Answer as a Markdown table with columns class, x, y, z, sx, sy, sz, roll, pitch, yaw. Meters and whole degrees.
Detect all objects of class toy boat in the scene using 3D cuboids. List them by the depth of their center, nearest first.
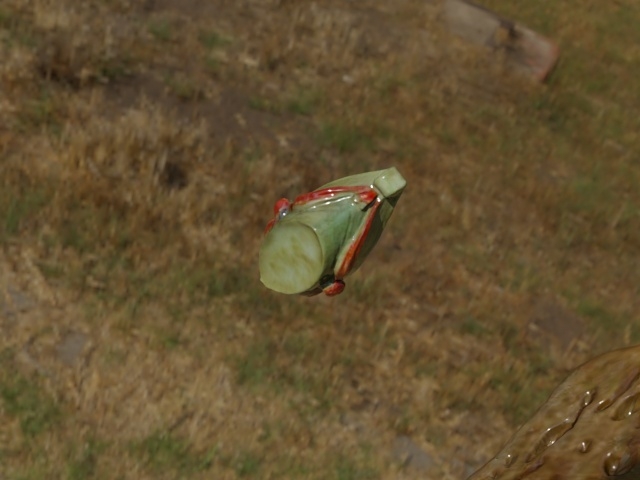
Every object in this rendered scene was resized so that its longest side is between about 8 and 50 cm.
| class | x | y | z | sx | sy | sz | roll | pitch | yaw |
| --- | --- | --- | --- | --- | --- | --- | --- | --- | --- |
| toy boat | 0.000 | 0.000 | 1.100 | 0.071 | 0.185 | 0.089 | -31 | 84 | -38 |

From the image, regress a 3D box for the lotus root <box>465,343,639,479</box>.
| class | x | y | z | sx | sy | sz | roll | pitch | yaw |
| --- | --- | --- | --- | --- | --- | --- | --- | --- | --- |
| lotus root | 0.224 | 0.193 | 0.773 | 0.250 | 0.316 | 0.316 | 40 | 43 | -9 |
